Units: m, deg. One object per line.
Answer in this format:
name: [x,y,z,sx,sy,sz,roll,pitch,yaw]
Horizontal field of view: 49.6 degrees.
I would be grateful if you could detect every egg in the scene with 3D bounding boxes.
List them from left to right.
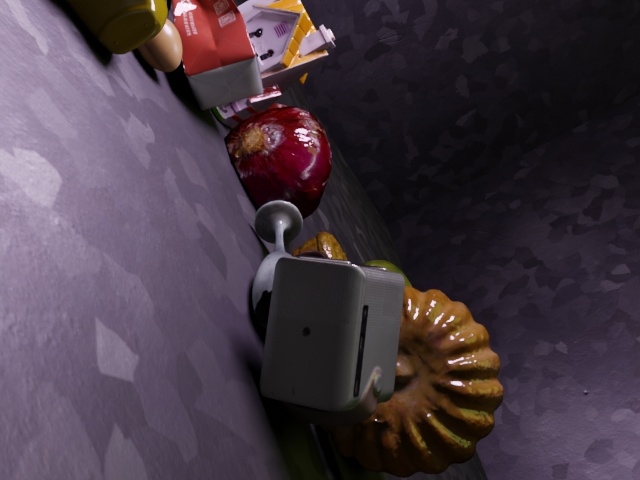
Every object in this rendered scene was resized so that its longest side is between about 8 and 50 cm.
egg: [-0.286,-0.349,1.237,0.096,0.080,0.080,64,10,-8]

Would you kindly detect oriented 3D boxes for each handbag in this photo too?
handbag: [-0.223,-0.438,1.410,0.171,0.151,0.297,85,-11,-75]

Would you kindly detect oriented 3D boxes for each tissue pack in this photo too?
tissue pack: [-0.318,-0.384,1.049,0.178,0.123,0.127,54,13,-35]

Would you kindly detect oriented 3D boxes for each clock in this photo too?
clock: [-0.128,-0.431,1.576,0.235,0.310,0.166,64,12,10]

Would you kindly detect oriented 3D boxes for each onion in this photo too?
onion: [-0.067,-0.167,1.512,0.216,0.207,0.206,38,22,-53]

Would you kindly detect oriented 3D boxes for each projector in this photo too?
projector: [0.020,0.148,1.028,0.177,0.164,0.242,15,81,-59]

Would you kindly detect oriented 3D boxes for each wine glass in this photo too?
wine glass: [0.000,0.000,1.219,0.096,0.264,0.309,57,12,-27]

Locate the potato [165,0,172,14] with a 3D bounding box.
potato: [-0.346,-0.568,1.397,0.160,0.111,0.271,104,-12,-48]

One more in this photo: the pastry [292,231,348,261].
pastry: [0.015,0.079,1.534,0.188,0.103,0.188,60,11,-19]

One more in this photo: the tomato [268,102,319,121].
tomato: [-0.080,-0.270,1.810,0.187,0.151,0.187,17,13,-4]

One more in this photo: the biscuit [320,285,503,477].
biscuit: [0.135,0.221,1.140,0.107,0.326,0.325,58,9,-60]

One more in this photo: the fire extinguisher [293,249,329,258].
fire extinguisher: [0.031,0.174,1.407,0.344,0.102,0.138,59,39,-43]

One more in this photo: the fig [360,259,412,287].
fig: [0.109,0.148,1.717,0.235,0.203,0.203,-1,60,-48]
